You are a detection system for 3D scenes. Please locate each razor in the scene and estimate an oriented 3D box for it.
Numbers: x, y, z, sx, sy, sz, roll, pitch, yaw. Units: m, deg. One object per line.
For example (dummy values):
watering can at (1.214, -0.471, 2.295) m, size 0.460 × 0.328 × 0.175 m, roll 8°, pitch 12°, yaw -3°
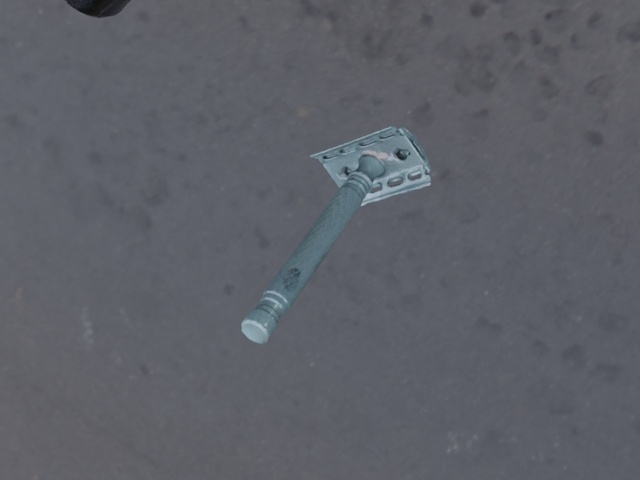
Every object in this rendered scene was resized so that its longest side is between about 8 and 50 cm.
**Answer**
razor at (0.000, 0.000, 0.903) m, size 0.106 × 0.232 × 0.068 m, roll -16°, pitch 120°, yaw 45°

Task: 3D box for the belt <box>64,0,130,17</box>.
belt at (-0.213, -0.255, 0.923) m, size 0.058 × 0.105 × 0.140 m, roll -31°, pitch 123°, yaw 25°
